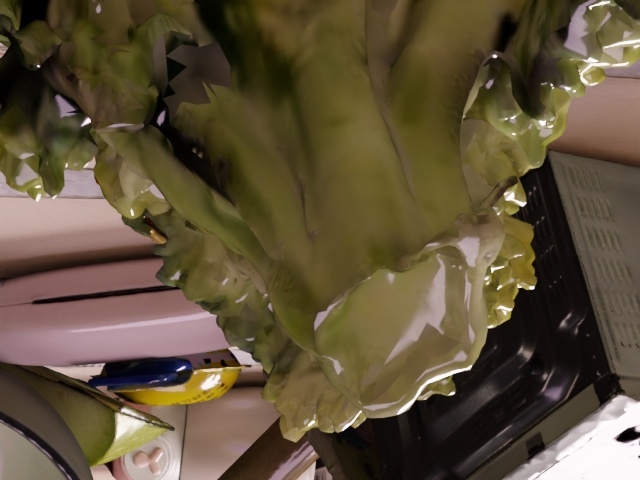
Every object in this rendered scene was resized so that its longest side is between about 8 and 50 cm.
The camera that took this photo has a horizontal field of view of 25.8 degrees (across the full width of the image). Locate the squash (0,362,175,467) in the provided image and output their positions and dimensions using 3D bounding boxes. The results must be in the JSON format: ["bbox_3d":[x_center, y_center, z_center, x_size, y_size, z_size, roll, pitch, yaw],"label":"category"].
[{"bbox_3d":[-0.239,0.181,1.362,0.191,0.085,0.184,21,172,24],"label":"squash"}]

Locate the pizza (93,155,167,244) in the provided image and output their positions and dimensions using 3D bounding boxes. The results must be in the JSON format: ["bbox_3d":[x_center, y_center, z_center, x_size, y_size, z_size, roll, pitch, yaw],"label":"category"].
[{"bbox_3d":[-0.065,-0.054,0.888,0.161,0.086,0.305,7,154,-6],"label":"pizza"}]

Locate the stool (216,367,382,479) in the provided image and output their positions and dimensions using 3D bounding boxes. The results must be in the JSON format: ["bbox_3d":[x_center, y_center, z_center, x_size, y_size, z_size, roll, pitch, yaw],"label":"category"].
[{"bbox_3d":[0.076,0.262,1.359,0.310,0.310,0.226,12,114,-32],"label":"stool"}]

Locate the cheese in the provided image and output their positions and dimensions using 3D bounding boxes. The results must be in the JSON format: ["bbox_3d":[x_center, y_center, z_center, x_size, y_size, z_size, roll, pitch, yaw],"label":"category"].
[{"bbox_3d":[-0.147,0.124,1.313,0.156,0.064,0.250,-5,177,6],"label":"cheese"}]

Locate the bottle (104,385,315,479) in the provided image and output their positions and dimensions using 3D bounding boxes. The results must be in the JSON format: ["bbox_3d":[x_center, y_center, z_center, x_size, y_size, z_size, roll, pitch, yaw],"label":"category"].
[{"bbox_3d":[-0.127,0.228,1.546,0.236,0.148,0.147,6,157,-7],"label":"bottle"}]

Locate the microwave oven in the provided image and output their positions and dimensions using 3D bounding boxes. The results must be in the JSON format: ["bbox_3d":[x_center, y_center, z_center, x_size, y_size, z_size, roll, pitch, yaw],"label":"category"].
[{"bbox_3d":[0.173,0.103,1.097,0.181,0.238,0.295,7,145,-28],"label":"microwave oven"}]

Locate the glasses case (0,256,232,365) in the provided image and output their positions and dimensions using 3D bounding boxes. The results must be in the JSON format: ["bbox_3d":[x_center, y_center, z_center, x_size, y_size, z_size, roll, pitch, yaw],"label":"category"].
[{"bbox_3d":[-0.160,0.060,1.191,0.296,0.075,0.113,-7,161,4],"label":"glasses case"}]

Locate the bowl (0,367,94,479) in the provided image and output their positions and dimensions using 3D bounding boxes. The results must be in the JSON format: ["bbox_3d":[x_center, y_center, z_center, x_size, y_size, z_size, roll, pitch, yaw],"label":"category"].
[{"bbox_3d":[-0.359,0.232,1.238,0.353,0.185,0.354,-2,115,-4],"label":"bowl"}]

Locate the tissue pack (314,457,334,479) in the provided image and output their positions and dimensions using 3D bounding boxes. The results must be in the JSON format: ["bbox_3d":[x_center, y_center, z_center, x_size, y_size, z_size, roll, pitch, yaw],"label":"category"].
[{"bbox_3d":[0.081,0.306,1.685,0.370,0.210,0.198,-18,159,33],"label":"tissue pack"}]

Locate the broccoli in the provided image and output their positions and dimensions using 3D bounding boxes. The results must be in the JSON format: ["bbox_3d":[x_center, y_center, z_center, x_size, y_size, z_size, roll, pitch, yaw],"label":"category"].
[{"bbox_3d":[-0.007,-0.046,0.623,0.293,0.281,0.348,1,121,-17],"label":"broccoli"}]
